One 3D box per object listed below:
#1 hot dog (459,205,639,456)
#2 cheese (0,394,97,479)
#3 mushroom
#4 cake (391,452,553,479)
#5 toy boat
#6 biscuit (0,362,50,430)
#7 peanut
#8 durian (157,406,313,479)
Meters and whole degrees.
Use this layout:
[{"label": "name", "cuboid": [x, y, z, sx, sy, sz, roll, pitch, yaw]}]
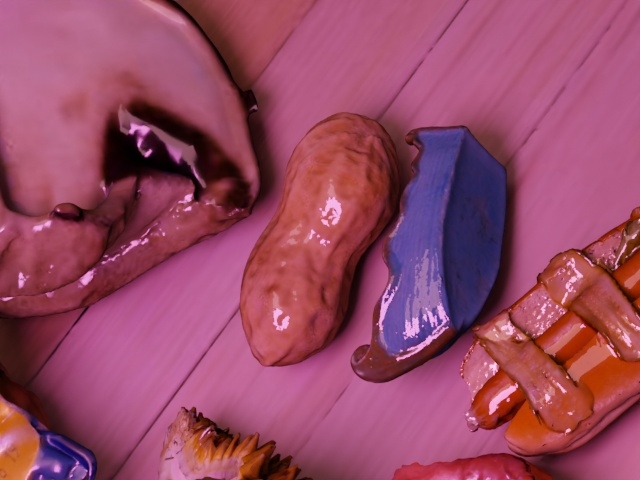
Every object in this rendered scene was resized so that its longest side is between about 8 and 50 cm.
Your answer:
[{"label": "hot dog", "cuboid": [0.198, 0.035, 1.128, 0.269, 0.072, 0.109, -40, 44, 2]}, {"label": "cheese", "cuboid": [-0.269, 0.121, 1.196, 0.270, 0.069, 0.177, 27, 77, 26]}, {"label": "mushroom", "cuboid": [-0.173, -0.054, 1.327, 0.292, 0.217, 0.212, -118, 37, -46]}, {"label": "cake", "cuboid": [0.092, 0.256, 1.055, 0.135, 0.098, 0.287, 1, 66, 25]}, {"label": "toy boat", "cuboid": [0.068, 0.011, 1.192, 0.077, 0.075, 0.185, -18, 47, 37]}, {"label": "biscuit", "cuboid": [-0.317, 0.218, 1.262, 0.326, 0.107, 0.325, -8, 64, 18]}, {"label": "peanut", "cuboid": [0.001, 0.000, 1.232, 0.089, 0.089, 0.192, 13, 75, 30]}, {"label": "durian", "cuboid": [-0.060, 0.206, 1.087, 0.166, 0.172, 0.306, -19, 27, 15]}]
